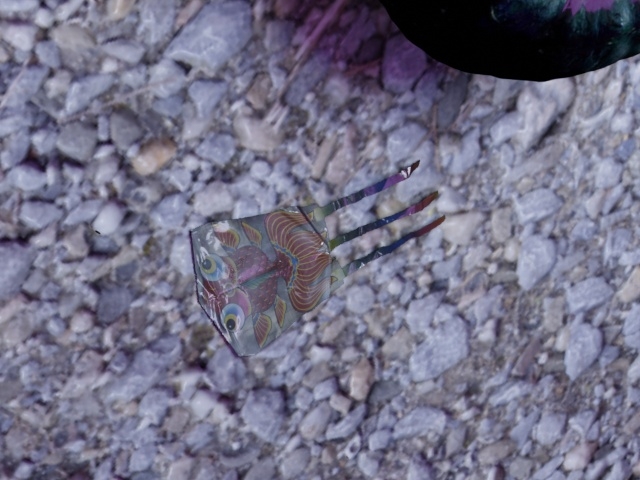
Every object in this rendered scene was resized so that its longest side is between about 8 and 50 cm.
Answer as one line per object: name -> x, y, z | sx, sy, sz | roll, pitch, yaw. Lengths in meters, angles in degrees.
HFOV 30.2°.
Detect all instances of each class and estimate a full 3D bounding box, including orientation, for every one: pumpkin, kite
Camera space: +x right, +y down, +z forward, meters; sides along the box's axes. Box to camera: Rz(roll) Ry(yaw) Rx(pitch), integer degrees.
pumpkin -> 0.163, -0.278, 0.857 | 0.315, 0.238, 0.315 | -3, 120, -6
kite -> 0.001, 0.001, 0.999 | 0.229, 0.016, 0.127 | -29, 119, -11
